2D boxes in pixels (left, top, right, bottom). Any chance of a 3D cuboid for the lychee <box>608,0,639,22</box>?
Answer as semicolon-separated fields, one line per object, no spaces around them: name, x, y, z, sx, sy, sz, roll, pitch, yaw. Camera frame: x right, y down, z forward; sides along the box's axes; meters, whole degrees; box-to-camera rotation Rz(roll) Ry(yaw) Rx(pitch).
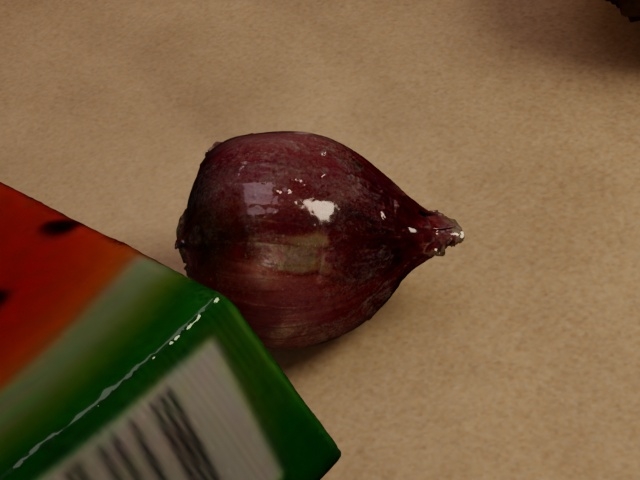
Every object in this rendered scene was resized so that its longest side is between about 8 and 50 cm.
lychee;0.339;-0.276;1.034;0.267;0.267;0.267;-7;42;6

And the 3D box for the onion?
onion;0.000;0.000;0.871;0.195;0.159;0.159;1;42;2

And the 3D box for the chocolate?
chocolate;-0.234;0.131;0.754;0.360;0.161;0.341;-39;41;-27
